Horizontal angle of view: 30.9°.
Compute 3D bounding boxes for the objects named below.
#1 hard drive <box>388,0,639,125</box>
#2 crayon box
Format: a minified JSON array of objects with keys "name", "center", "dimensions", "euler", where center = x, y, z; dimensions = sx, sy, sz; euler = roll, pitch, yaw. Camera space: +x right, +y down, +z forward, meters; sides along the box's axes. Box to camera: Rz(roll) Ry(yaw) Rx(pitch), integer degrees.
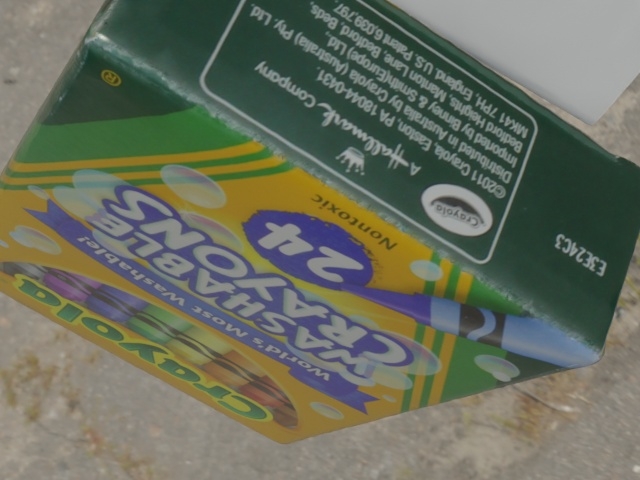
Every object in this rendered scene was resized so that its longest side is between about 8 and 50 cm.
[{"name":"hard drive","center":[0.134,-0.243,0.893],"dimensions":[0.210,0.319,0.040],"euler":[-56,7,45]},{"name":"crayon box","center":[-0.041,0.002,0.520],"dimensions":[0.323,0.203,0.083],"euler":[-31,31,61]}]
